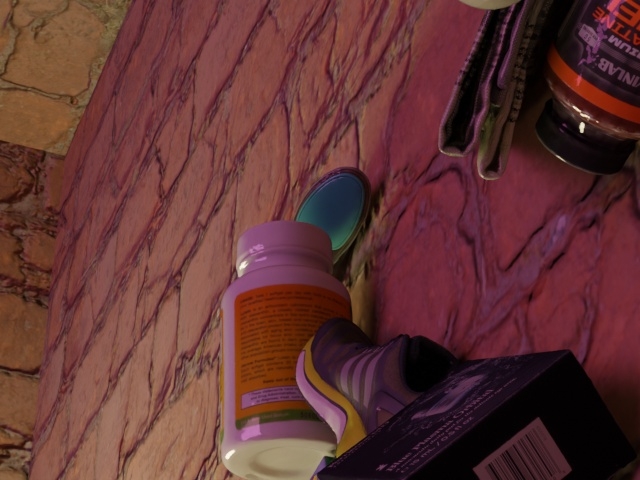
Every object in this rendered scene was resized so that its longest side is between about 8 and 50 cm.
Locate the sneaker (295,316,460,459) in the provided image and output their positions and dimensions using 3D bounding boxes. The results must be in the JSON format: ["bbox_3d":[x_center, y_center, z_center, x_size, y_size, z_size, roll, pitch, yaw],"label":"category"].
[{"bbox_3d":[0.066,0.132,1.285,0.121,0.111,0.300,-55,24,9],"label":"sneaker"}]

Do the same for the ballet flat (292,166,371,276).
[{"bbox_3d":[0.000,0.000,1.596,0.213,0.072,0.068,-63,-8,27],"label":"ballet flat"}]

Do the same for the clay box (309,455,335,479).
[{"bbox_3d":[-0.011,0.328,1.412,0.127,0.053,0.222,-98,29,-48],"label":"clay box"}]

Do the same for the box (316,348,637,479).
[{"bbox_3d":[0.104,0.158,1.015,0.093,0.156,0.158,58,158,-5],"label":"box"}]

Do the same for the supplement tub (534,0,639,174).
[{"bbox_3d":[0.221,-0.142,0.994,0.106,0.106,0.198,-103,32,-53],"label":"supplement tub"}]

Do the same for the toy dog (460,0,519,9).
[{"bbox_3d":[0.175,-0.277,0.853,0.161,0.334,0.220,41,140,35],"label":"toy dog"}]

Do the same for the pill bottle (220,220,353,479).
[{"bbox_3d":[-0.033,0.110,1.473,0.136,0.136,0.245,130,144,-53],"label":"pill bottle"}]

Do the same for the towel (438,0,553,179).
[{"bbox_3d":[0.171,-0.206,1.111,0.324,0.056,0.312,-36,-33,-78],"label":"towel"}]
